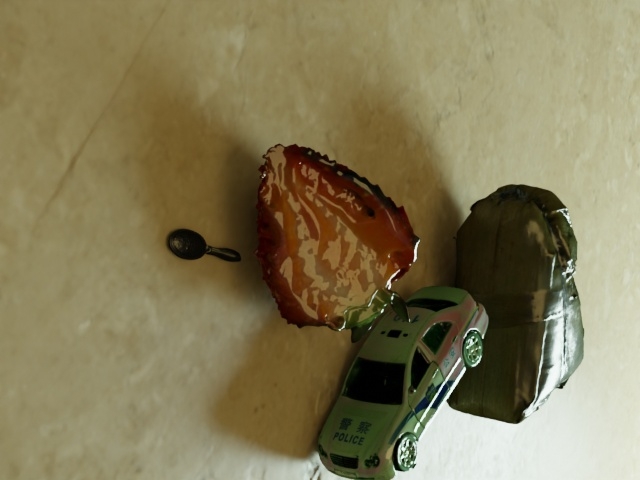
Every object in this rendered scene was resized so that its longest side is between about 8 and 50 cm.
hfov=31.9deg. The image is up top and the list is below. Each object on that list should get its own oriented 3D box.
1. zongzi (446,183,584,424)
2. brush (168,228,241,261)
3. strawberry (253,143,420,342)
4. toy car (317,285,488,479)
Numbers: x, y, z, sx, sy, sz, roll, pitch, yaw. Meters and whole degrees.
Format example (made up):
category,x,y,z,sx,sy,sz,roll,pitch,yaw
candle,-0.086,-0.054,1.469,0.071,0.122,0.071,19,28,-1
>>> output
category,x,y,z,sx,sy,sz,roll,pitch,yaw
zongzi,0.244,0.049,1.246,0.274,0.125,0.251,-17,115,-53
brush,-0.091,0.007,0.890,0.083,0.008,0.024,18,77,-52
strawberry,0.001,0.003,0.949,0.192,0.085,0.140,21,93,-31
toy car,0.075,0.127,1.059,0.224,0.090,0.076,-51,129,-35
